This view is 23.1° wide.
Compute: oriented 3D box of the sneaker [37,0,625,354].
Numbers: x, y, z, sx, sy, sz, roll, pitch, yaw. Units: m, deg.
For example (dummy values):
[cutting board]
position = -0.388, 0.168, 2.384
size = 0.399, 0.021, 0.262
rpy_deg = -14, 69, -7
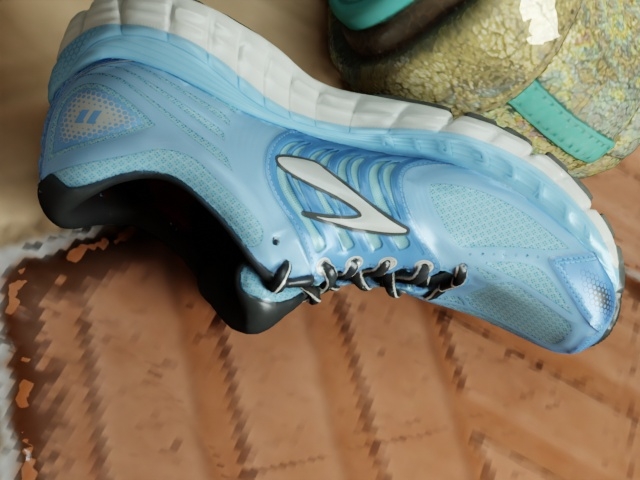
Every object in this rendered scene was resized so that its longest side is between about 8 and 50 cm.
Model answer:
[sneaker]
position = 0.000, 0.000, 0.409
size = 0.162, 0.063, 0.073
rpy_deg = 21, 60, -5

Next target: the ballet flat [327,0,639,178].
[ballet flat]
position = 0.058, -0.152, 0.549
size = 0.123, 0.123, 0.348
rpy_deg = 16, 43, -16
